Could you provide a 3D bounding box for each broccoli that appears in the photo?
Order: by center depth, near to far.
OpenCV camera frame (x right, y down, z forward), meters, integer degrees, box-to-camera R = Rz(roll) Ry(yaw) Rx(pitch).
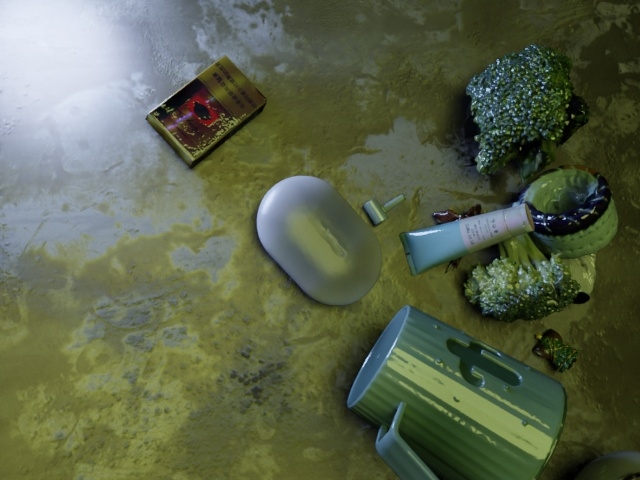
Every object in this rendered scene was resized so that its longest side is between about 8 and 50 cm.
[{"bbox_3d":[0.486,0.078,1.653,0.247,0.263,0.243,4,67,-47],"label":"broccoli"},{"bbox_3d":[0.508,-0.316,1.687,0.277,0.338,0.317,-10,105,12],"label":"broccoli"}]

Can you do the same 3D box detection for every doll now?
[{"bbox_3d":[0.592,0.274,1.693,0.113,0.076,0.078,43,81,-3],"label":"doll"}]

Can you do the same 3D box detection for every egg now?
[{"bbox_3d":[0.693,0.623,1.587,0.337,0.201,0.337,-4,106,-15],"label":"egg"}]

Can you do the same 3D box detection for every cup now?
[{"bbox_3d":[0.282,0.354,1.406,0.392,0.401,0.310,31,99,1],"label":"cup"}]

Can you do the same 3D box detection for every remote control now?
[{"bbox_3d":[0.000,0.000,1.574,0.221,0.103,0.332,-43,92,-12],"label":"remote control"}]

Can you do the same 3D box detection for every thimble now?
[{"bbox_3d":[0.604,-0.068,1.681,0.237,0.237,0.150,-44,126,-18],"label":"thimble"}]

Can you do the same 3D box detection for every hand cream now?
[{"bbox_3d":[0.347,-0.006,1.616,0.312,0.070,0.111,-17,85,27],"label":"hand cream"}]

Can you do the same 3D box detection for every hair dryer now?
[{"bbox_3d":[0.169,-0.092,1.676,0.124,0.038,0.063,-32,89,-24],"label":"hair dryer"}]

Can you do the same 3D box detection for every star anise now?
[{"bbox_3d":[0.368,-0.006,1.696,0.141,0.158,0.144,-11,118,-10],"label":"star anise"}]

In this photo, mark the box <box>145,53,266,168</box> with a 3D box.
[{"bbox_3d":[-0.264,-0.303,1.583,0.240,0.071,0.159,-42,94,-19],"label":"box"}]

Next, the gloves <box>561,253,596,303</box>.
[{"bbox_3d":[0.653,0.049,1.740,0.119,0.097,0.229,15,73,-10],"label":"gloves"}]
